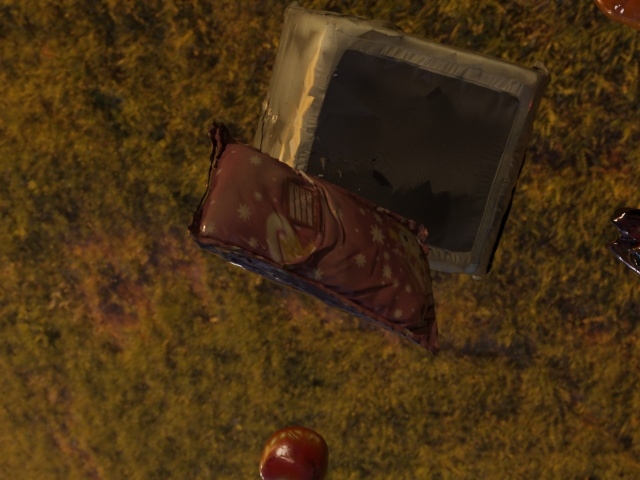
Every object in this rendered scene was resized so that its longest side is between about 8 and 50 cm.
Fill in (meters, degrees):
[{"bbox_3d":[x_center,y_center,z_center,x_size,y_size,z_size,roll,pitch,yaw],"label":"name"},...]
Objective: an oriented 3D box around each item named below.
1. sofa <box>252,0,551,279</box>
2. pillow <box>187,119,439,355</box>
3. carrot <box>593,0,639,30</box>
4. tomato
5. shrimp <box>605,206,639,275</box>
[{"bbox_3d":[0.060,-0.089,0.739,0.176,0.226,0.210,-131,52,-69],"label":"sofa"},{"bbox_3d":[0.000,0.000,0.506,0.185,0.118,0.043,29,127,-26],"label":"pillow"},{"bbox_3d":[0.321,-0.148,0.626,0.271,0.062,0.066,35,110,13],"label":"carrot"},{"bbox_3d":[-0.032,0.269,0.985,0.087,0.075,0.087,1,109,4],"label":"tomato"},{"bbox_3d":[0.341,0.043,0.689,0.290,0.222,0.054,35,112,-13],"label":"shrimp"}]
